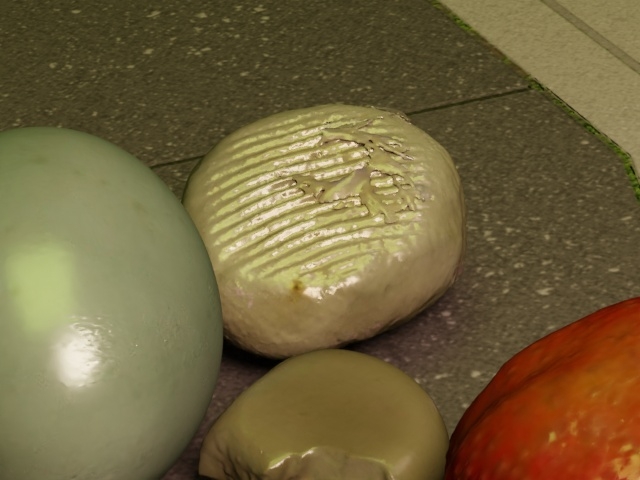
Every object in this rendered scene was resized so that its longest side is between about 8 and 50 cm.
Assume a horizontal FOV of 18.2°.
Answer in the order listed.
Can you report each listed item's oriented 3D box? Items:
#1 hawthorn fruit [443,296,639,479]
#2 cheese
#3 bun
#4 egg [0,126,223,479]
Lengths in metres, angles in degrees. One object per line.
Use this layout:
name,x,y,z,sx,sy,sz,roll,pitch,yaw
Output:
hawthorn fruit,0.244,0.159,1.368,0.330,0.287,0.287,-44,37,7
cheese,0.018,0.167,1.592,0.175,0.091,0.202,-32,42,-31
bun,0.005,0.002,1.776,0.272,0.168,0.273,-4,42,4
egg,-0.218,0.063,1.612,0.276,0.276,0.389,-9,34,-5
